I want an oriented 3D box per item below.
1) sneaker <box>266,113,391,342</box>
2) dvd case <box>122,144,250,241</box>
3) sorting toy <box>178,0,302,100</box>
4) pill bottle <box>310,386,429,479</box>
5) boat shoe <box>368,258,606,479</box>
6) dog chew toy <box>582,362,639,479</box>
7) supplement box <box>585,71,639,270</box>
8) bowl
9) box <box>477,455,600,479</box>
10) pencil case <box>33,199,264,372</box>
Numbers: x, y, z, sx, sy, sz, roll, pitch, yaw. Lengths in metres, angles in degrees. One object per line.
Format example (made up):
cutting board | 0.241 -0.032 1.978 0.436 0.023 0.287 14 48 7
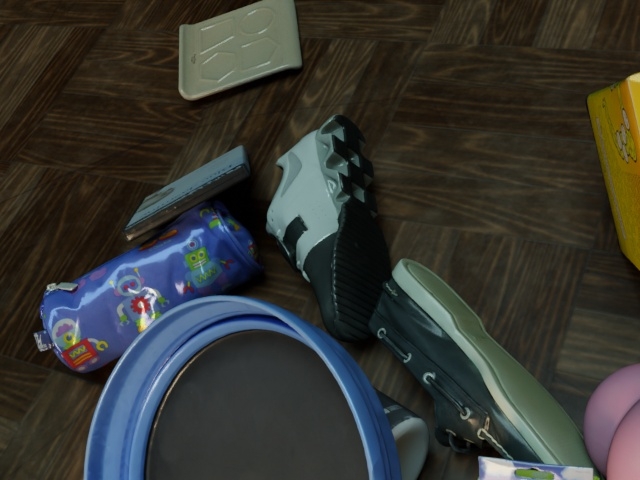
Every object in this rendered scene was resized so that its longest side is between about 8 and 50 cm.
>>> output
sneaker | 0.000 0.000 1.145 0.146 0.122 0.330 -26 48 27
dvd case | -0.183 -0.072 1.227 0.180 0.022 0.253 -28 13 1
sorting toy | -0.137 -0.325 1.485 0.208 0.038 0.193 -13 51 8
pill bottle | -0.010 0.197 0.977 0.246 0.130 0.130 27 69 36
boat shoe | 0.160 0.169 0.942 0.113 0.127 0.340 -51 58 18
dog chew toy | 0.347 0.211 0.755 0.206 0.206 0.332 -34 23 -4
supplement box | 0.388 -0.080 0.847 0.194 0.356 0.195 -14 94 13
bowl | -0.088 0.254 0.896 0.391 0.077 0.391 -7 79 36
box | 0.203 0.285 0.811 0.109 0.042 0.178 0 97 23
pencil case | -0.232 0.058 1.175 0.306 0.133 0.119 -30 23 -1
